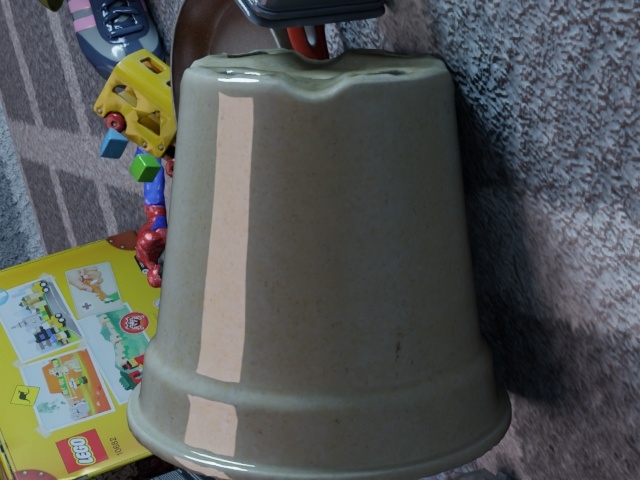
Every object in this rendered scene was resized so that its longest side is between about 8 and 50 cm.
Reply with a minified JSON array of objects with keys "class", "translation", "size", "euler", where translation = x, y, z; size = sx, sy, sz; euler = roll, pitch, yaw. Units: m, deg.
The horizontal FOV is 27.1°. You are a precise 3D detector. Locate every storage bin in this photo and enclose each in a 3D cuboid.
[{"class":"storage bin","translation":[-0.006,-0.250,1.141],"size":[0.098,0.135,0.091],"euler":[57,145,37]}]

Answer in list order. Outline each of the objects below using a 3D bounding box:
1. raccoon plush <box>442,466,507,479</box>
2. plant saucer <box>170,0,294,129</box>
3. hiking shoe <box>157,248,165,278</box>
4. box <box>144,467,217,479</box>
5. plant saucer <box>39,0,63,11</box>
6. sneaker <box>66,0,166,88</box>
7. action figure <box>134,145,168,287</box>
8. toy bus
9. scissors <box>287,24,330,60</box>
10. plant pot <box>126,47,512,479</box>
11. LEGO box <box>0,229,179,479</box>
[{"class":"raccoon plush","translation":[0.184,0.464,1.287],"size":[0.299,0.216,0.446],"euler":[89,-173,-73]},{"class":"plant saucer","translation":[-0.082,-0.143,1.492],"size":[0.310,0.050,0.310],"euler":[34,131,50]},{"class":"hiking shoe","translation":[-0.133,0.084,1.794],"size":[0.132,0.113,0.304],"euler":[27,162,15]},{"class":"box","translation":[-0.143,0.408,1.999],"size":[0.261,0.184,0.103],"euler":[16,124,67]},{"class":"plant saucer","translation":[-0.409,-0.466,1.998],"size":[0.241,0.037,0.241],"euler":[5,-90,-89]},{"class":"sneaker","translation":[-0.309,-0.354,1.886],"size":[0.319,0.112,0.131],"euler":[59,160,30]},{"class":"action figure","translation":[-0.203,-0.063,1.916],"size":[0.091,0.139,0.280],"euler":[114,157,-67]},{"class":"toy bus","translation":[-0.189,-0.161,1.731],"size":[0.104,0.202,0.191],"euler":[-56,40,28]},{"class":"scissors","translation":[0.001,-0.140,1.285],"size":[0.109,0.021,0.297],"euler":[-61,-36,-64]},{"class":"plant pot","translation":[0.000,0.000,1.119],"size":[0.334,0.334,0.305],"euler":[-150,57,-62]},{"class":"LEGO box","translation":[-0.396,0.252,2.267],"size":[0.193,0.372,0.500],"euler":[92,153,-45]}]
